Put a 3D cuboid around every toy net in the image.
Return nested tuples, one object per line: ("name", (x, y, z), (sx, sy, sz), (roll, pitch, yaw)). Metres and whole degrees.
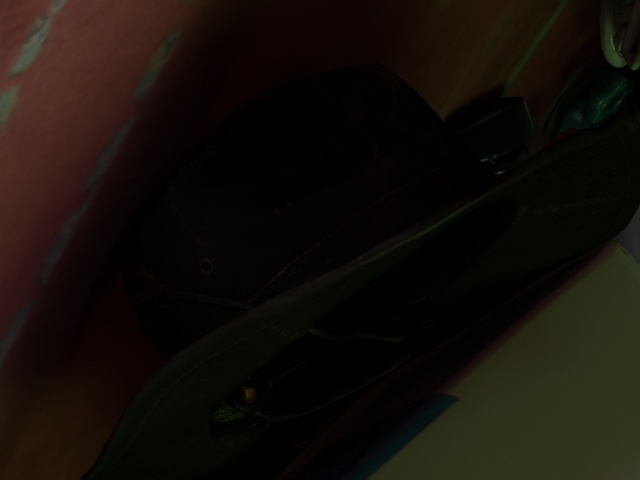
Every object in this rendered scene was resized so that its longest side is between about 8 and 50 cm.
("toy net", (0.186, -0.114, 1.209), (0.122, 0.045, 0.232), (-34, 158, -24))

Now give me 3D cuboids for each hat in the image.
("hat", (0.000, 0.000, 0.916), (0.331, 0.134, 0.331), (-29, 163, -10))

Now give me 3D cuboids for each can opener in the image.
("can opener", (0.064, -0.027, 1.133), (0.186, 0.073, 0.059), (-31, -164, -28))

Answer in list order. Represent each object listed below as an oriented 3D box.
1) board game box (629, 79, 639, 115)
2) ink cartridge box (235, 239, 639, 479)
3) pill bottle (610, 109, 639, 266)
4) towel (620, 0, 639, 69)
("board game box", (0.262, -0.080, 1.432), (0.170, 0.048, 0.141), (-32, 157, -34))
("ink cartridge box", (0.068, 0.161, 1.148), (0.285, 0.166, 0.395), (-40, -176, -12))
("pill bottle", (0.423, -0.050, 1.297), (0.408, 0.229, 0.229), (-21, 153, -26))
("towel", (0.331, -0.244, 1.101), (0.329, 0.037, 0.237), (-22, 141, -28))
